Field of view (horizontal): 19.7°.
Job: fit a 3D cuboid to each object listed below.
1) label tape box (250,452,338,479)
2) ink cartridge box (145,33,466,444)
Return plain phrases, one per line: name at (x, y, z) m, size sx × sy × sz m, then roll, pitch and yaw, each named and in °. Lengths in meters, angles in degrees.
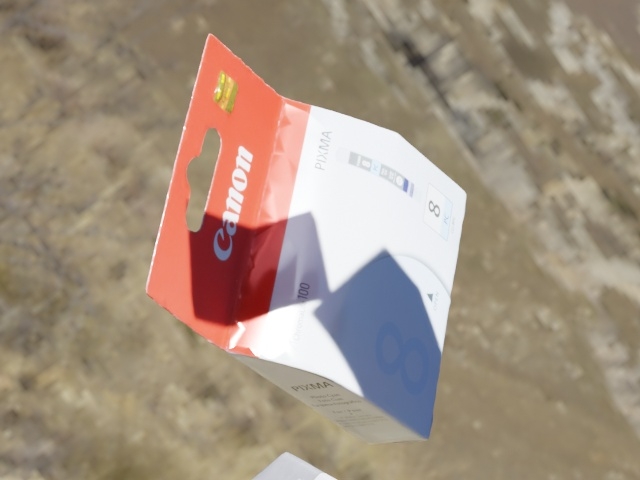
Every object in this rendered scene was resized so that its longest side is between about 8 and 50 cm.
label tape box at (0.045, 0.268, 1.326) m, size 0.240 × 0.106 × 0.334 m, roll 43°, pitch -12°, yaw -24°
ink cartridge box at (0.000, 0.000, 1.923) m, size 0.385 × 0.091 × 0.308 m, roll 38°, pitch 53°, yaw -43°
